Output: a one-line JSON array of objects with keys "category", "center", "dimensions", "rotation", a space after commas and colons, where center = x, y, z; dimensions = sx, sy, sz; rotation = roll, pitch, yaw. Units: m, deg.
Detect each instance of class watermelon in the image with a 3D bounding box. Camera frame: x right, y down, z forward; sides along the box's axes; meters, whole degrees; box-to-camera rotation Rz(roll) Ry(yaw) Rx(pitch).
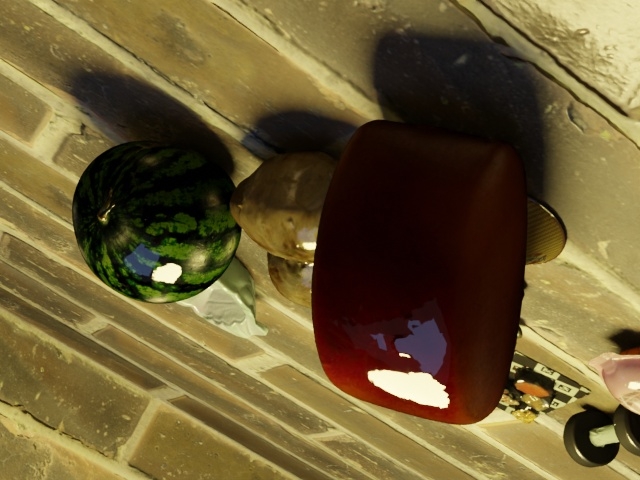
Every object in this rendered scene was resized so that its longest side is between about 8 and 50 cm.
[{"category": "watermelon", "center": [-0.252, -0.030, 1.435], "dimensions": [0.269, 0.269, 0.269], "rotation": [21, 154, 11]}]

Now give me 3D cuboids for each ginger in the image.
[{"category": "ginger", "center": [0.000, 0.000, 1.355], "dimensions": [0.245, 0.155, 0.304], "rotation": [2, 146, 29]}]

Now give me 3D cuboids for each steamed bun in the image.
[{"category": "steamed bun", "center": [0.118, 0.056, 1.131], "dimensions": [0.235, 0.248, 0.379], "rotation": [12, 121, 25]}]

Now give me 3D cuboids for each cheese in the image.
[{"category": "cheese", "center": [0.541, 0.230, 1.390], "dimensions": [0.286, 0.074, 0.189], "rotation": [22, 155, 0]}]

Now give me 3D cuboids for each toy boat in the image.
[{"category": "toy boat", "center": [-0.207, 0.083, 1.774], "dimensions": [0.199, 0.100, 0.290], "rotation": [4, 146, 40]}]

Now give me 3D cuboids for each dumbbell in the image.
[{"category": "dumbbell", "center": [0.501, 0.325, 1.575], "dimensions": [0.100, 0.100, 0.191], "rotation": [29, 155, -7]}]

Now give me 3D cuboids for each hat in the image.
[{"category": "hat", "center": [0.224, 0.006, 1.249], "dimensions": [0.193, 0.082, 0.193], "rotation": [22, 155, 11]}]

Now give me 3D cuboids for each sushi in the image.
[{"category": "sushi", "center": [0.351, 0.285, 1.704], "dimensions": [0.193, 0.043, 0.279], "rotation": [28, 155, -5]}]

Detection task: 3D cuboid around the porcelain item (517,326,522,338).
[{"category": "porcelain item", "center": [0.227, 0.142, 1.535], "dimensions": [0.216, 0.069, 0.081], "rotation": [6, 144, 27]}]
